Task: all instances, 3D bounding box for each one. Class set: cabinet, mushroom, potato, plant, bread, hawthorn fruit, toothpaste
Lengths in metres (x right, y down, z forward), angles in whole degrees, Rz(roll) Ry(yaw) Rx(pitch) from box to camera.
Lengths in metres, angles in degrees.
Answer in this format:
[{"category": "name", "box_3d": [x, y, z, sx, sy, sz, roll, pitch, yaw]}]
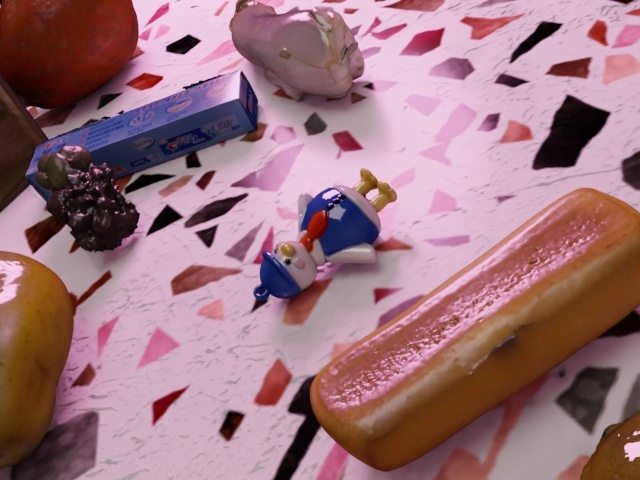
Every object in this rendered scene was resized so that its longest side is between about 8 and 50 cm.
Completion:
[{"category": "cabinet", "box_3d": [-0.484, -0.135, 1.004, 0.215, 0.175, 0.148, 12, 52, 39]}, {"category": "mushroom", "box_3d": [-0.039, -0.227, 0.910, 0.096, 0.099, 0.278, -34, 35, -16]}, {"category": "potato", "box_3d": [-0.278, 0.099, 0.655, 0.157, 0.157, 0.194, -28, 51, 0]}, {"category": "plant", "box_3d": [-0.249, -0.051, 0.832, 0.085, 0.087, 0.174, -11, 38, -33]}, {"category": "bread", "box_3d": [0.106, 0.060, 0.508, 0.239, 0.074, 0.092, -33, 40, -6]}, {"category": "hawthorn fruit", "box_3d": [-0.361, -0.271, 1.094, 0.199, 0.199, 0.251, 23, 84, 45]}, {"category": "toothpaste", "box_3d": [-0.204, -0.118, 0.918, 0.272, 0.053, 0.066, -17, 43, 12]}]

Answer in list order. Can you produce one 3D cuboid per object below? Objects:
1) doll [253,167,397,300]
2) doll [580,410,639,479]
[{"category": "doll", "box_3d": [0.000, 0.000, 0.659, 0.143, 0.058, 0.099, -41, 54, -8]}, {"category": "doll", "box_3d": [0.225, 0.127, 0.356, 0.209, 0.097, 0.137, 0, 7, 21]}]
